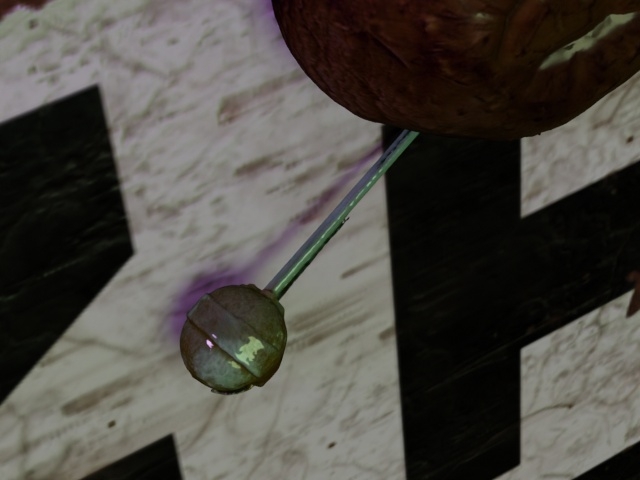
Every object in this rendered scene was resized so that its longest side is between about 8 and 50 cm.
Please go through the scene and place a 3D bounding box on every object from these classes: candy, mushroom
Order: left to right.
[{"bbox_3d":[0.000,0.000,0.862,0.202,0.061,0.061,-49,139,-8],"label":"candy"},{"bbox_3d":[0.081,-0.131,0.746,0.194,0.138,0.231,-42,138,-3],"label":"mushroom"}]
